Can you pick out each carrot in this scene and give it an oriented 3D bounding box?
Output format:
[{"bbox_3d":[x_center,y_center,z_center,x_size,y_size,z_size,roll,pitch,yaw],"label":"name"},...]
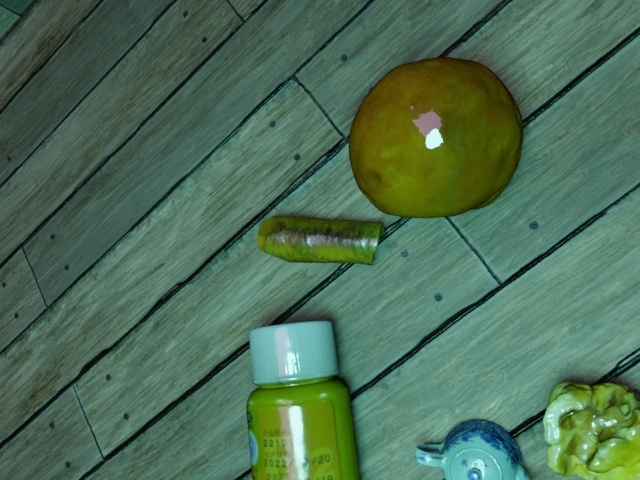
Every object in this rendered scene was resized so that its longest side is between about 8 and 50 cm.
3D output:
[{"bbox_3d":[0.000,0.000,1.209,0.302,0.114,0.113,4,83,21],"label":"carrot"}]

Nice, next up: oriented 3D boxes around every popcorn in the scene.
[{"bbox_3d":[0.500,0.334,0.899,0.254,0.190,0.191,35,113,-15],"label":"popcorn"}]

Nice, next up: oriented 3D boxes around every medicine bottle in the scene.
[{"bbox_3d":[-0.044,0.372,1.102,0.225,0.224,0.383,-11,78,21],"label":"medicine bottle"}]

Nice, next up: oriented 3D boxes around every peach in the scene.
[{"bbox_3d":[0.227,-0.205,1.021,0.343,0.343,0.301,-1,103,23],"label":"peach"}]

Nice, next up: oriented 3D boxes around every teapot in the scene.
[{"bbox_3d":[0.297,0.433,0.988,0.232,0.159,0.158,9,85,24],"label":"teapot"}]
